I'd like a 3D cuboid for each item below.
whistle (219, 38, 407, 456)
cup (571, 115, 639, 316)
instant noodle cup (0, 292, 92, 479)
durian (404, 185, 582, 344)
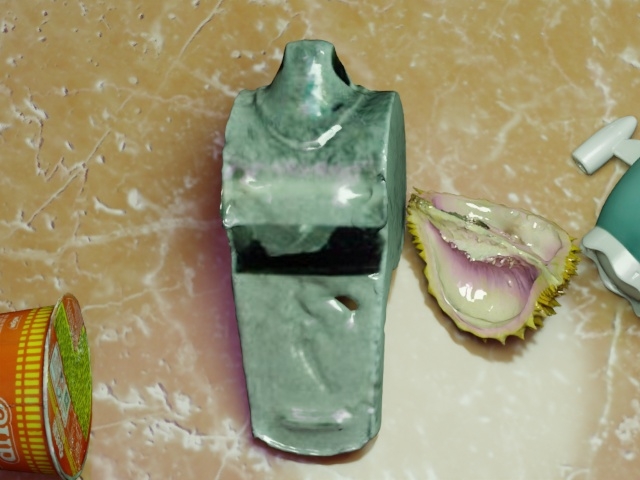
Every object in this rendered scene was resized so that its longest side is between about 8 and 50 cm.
[{"bbox_3d":[-0.005,0.010,1.829,0.168,0.188,0.405,0,77,9],"label":"whistle"},{"bbox_3d":[0.366,-0.013,1.867,0.173,0.167,0.300,-42,52,-2],"label":"cup"},{"bbox_3d":[-0.352,0.149,1.814,0.212,0.193,0.193,-2,75,7],"label":"instant noodle cup"},{"bbox_3d":[0.182,0.015,1.868,0.182,0.132,0.165,-3,57,20],"label":"durian"}]
